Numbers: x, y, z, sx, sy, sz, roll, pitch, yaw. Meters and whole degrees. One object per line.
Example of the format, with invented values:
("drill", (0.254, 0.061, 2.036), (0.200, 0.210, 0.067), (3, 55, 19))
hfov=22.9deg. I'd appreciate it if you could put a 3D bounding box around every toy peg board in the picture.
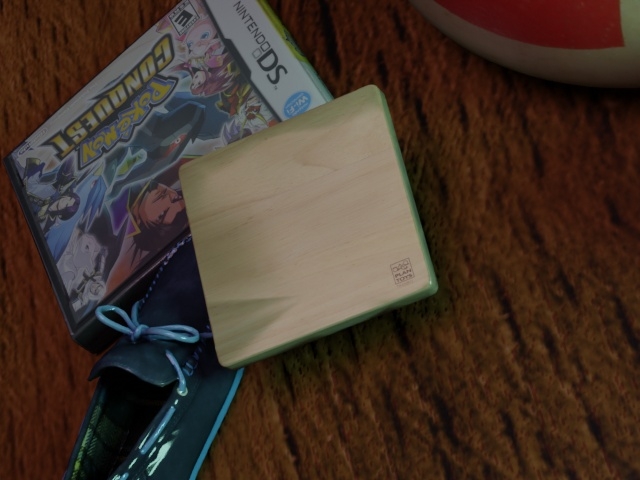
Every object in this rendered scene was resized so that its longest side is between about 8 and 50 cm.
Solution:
("toy peg board", (0.000, 0.000, 1.125), (0.161, 0.079, 0.160), (-22, 65, 16))

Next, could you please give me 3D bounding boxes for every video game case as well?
("video game case", (-0.127, -0.077, 1.300), (0.275, 0.035, 0.248), (-40, 45, 9))

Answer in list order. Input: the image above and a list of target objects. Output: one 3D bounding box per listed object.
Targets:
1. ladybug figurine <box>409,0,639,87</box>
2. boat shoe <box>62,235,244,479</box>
("ladybug figurine", (0.183, -0.271, 1.101), (0.449, 0.162, 0.305), (26, 79, 45))
("boat shoe", (-0.116, 0.104, 1.126), (0.109, 0.089, 0.258), (-9, 56, 33))
